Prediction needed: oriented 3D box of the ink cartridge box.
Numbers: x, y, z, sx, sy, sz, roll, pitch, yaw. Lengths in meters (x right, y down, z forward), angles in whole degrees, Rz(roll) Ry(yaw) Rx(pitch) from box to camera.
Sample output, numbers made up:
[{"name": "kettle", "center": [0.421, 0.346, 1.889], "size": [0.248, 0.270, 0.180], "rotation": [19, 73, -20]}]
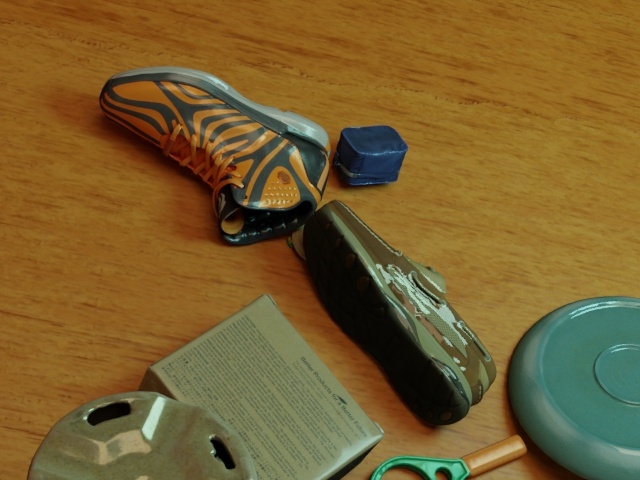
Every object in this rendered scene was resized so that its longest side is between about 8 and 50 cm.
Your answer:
[{"name": "ink cartridge box", "center": [-0.074, 0.210, 1.869], "size": [0.193, 0.088, 0.234], "rotation": [-30, 72, -33]}]

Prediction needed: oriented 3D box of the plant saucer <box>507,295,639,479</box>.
[{"name": "plant saucer", "center": [0.405, 0.184, 2.025], "size": [0.318, 0.043, 0.317], "rotation": [2, 46, -2]}]

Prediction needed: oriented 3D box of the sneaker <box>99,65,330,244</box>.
[{"name": "sneaker", "center": [-0.142, -0.107, 2.025], "size": [0.321, 0.124, 0.180], "rotation": [16, 54, -9]}]

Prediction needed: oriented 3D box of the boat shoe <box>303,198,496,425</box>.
[{"name": "boat shoe", "center": [0.104, 0.085, 2.003], "size": [0.120, 0.122, 0.324], "rotation": [-29, 80, -37]}]

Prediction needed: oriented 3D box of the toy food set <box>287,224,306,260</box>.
[{"name": "toy food set", "center": [0.000, 0.000, 2.070], "size": [0.083, 0.020, 0.082], "rotation": [-35, 75, -33]}]

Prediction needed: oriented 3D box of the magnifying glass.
[{"name": "magnifying glass", "center": [0.159, 0.293, 1.940], "size": [0.231, 0.026, 0.092], "rotation": [-18, 66, -26]}]

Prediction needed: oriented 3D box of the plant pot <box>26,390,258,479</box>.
[{"name": "plant pot", "center": [-0.186, 0.328, 1.580], "size": [0.334, 0.305, 0.334], "rotation": [6, 47, -7]}]

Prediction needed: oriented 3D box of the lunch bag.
[{"name": "lunch bag", "center": [0.064, -0.113, 2.136], "size": [0.098, 0.065, 0.067], "rotation": [-5, 40, -24]}]
